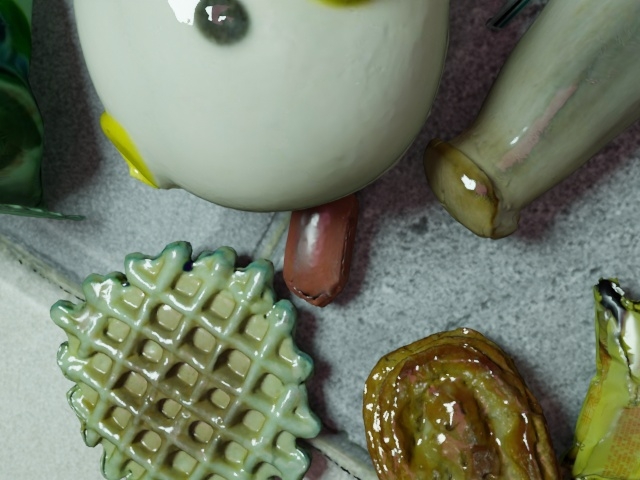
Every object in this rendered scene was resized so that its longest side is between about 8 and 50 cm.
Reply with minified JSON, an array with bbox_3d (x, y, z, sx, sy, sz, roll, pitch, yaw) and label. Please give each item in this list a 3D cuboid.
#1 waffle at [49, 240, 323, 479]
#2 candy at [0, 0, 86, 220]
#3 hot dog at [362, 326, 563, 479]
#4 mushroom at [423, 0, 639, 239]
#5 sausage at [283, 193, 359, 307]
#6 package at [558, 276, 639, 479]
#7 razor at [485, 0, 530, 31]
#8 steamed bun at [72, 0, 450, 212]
[{"bbox_3d":[-0.148,0.157,0.716,0.291,0.056,0.310,-17,92,9],"label":"waffle"},{"bbox_3d":[-0.370,-0.213,0.622,0.171,0.263,0.398,0,94,20],"label":"candy"},{"bbox_3d":[0.149,0.226,0.647,0.175,0.114,0.259,-24,85,5],"label":"hot dog"},{"bbox_3d":[0.264,-0.177,0.610,0.407,0.137,0.154,-42,100,2],"label":"mushroom"},{"bbox_3d":[0.000,0.000,0.683,0.076,0.076,0.141,12,96,6],"label":"sausage"},{"bbox_3d":[0.334,0.162,0.641,0.168,0.090,0.227,14,92,9],"label":"package"},{"bbox_3d":[0.154,-0.314,0.662,0.191,0.037,0.068,55,140,5],"label":"razor"},{"bbox_3d":[-0.051,-0.212,0.559,0.333,0.334,0.374,-7,88,8],"label":"steamed bun"}]
